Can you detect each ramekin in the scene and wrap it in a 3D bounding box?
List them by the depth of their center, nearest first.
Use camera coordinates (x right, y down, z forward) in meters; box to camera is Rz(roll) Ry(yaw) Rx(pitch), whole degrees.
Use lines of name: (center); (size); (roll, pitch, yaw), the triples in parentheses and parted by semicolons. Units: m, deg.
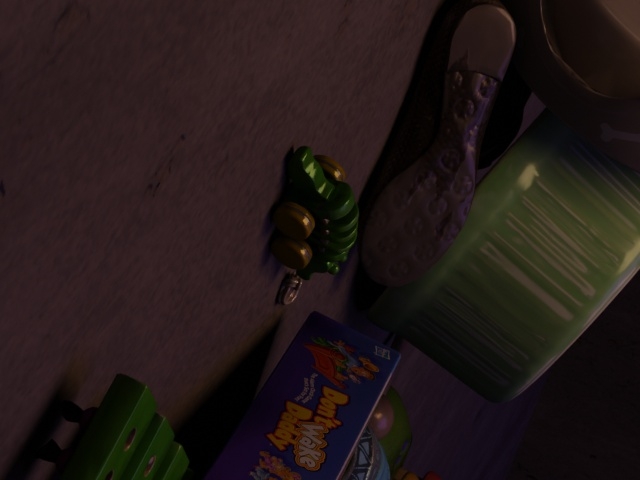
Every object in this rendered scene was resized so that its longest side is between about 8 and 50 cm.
ramekin: (0.193, 0.002, 1.612); (0.303, 0.148, 0.303); (-48, 177, -4)

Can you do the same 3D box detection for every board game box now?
board game box: (-0.059, 0.227, 1.259); (0.233, 0.078, 0.347); (-66, 175, 27)

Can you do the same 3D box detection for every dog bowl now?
dog bowl: (0.298, -0.180, 1.497); (0.349, 0.348, 0.102); (-50, 173, -48)

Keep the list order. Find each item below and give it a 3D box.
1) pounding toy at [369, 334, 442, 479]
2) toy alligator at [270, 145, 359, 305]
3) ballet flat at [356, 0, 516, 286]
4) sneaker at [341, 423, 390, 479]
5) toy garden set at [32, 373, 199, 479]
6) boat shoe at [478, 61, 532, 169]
pounding toy: (0.074, 0.227, 1.833); (0.183, 0.110, 0.237); (-48, 159, -51)
toy alligator: (0.000, 0.000, 1.262); (0.056, 0.051, 0.190); (-56, 164, -30)
ballet flat: (0.090, -0.081, 1.445); (0.058, 0.084, 0.250); (-124, -131, -63)
sneaker: (-0.033, 0.242, 1.543); (0.262, 0.104, 0.125); (-60, 149, -37)
toy garden set: (-0.151, 0.196, 1.059); (0.204, 0.049, 0.244); (-62, 167, -17)
boat shoe: (0.148, -0.099, 1.619); (0.183, 0.066, 0.066); (-49, 161, -49)
